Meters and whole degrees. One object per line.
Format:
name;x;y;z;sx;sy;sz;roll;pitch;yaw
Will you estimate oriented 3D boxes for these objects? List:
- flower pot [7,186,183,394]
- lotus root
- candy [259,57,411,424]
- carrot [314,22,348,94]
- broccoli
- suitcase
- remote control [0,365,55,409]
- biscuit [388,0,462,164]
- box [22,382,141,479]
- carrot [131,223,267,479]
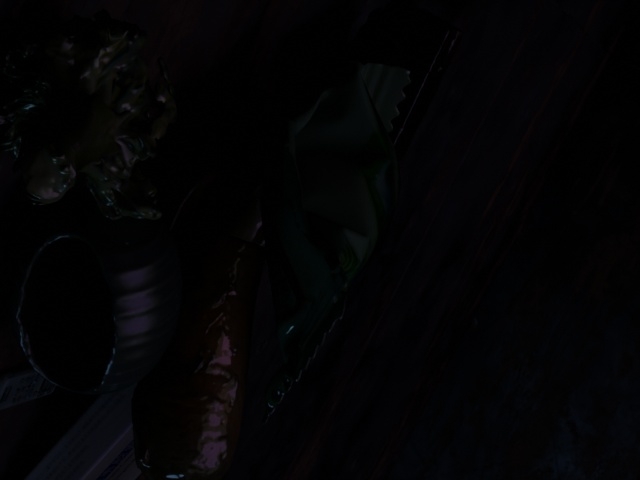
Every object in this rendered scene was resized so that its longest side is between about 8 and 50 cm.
flower pot;-0.245;0.054;1.548;0.157;0.189;0.243;-56;162;-61
lotus root;-0.150;-0.014;1.825;0.390;0.111;0.375;-49;161;-28
candy;0.006;0.002;1.701;0.263;0.172;0.398;106;-7;-52
carrot;0.012;-0.223;2.020;0.049;0.049;0.254;-50;163;-25
broccoli;-0.227;-0.080;1.328;0.275;0.177;0.199;-98;171;-50
suitcase;0.045;-0.165;1.982;0.206;0.066;0.286;-59;168;-53
remote control;-0.355;0.173;1.706;0.053;0.018;0.124;-64;160;15
biscuit;0.084;-0.173;2.161;0.388;0.107;0.073;-64;160;13
box;-0.273;0.269;1.849;0.343;0.065;0.200;-47;165;12
carrot;-0.141;0.138;1.656;0.138;0.138;0.302;27;78;-71
